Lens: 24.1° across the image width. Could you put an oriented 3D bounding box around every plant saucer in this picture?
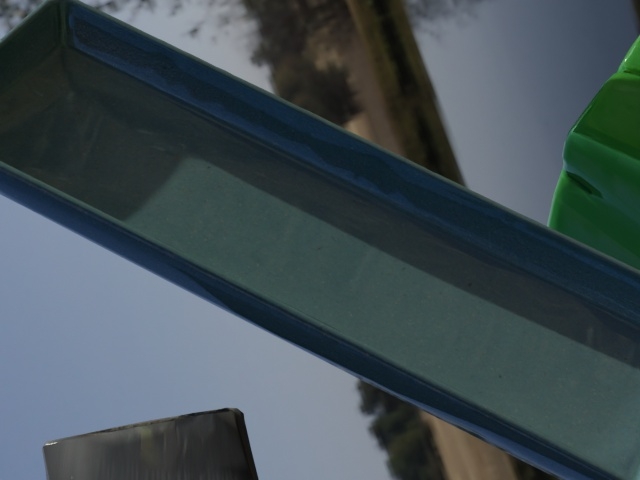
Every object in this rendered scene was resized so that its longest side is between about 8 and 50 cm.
[{"bbox_3d":[0.000,0.000,0.359,0.067,0.192,0.018,-54,-13,-45],"label":"plant saucer"}]

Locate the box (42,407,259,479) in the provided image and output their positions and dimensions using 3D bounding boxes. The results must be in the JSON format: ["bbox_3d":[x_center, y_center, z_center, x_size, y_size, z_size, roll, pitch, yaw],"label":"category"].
[{"bbox_3d":[-0.034,0.186,0.426,0.231,0.056,0.183,99,159,-51],"label":"box"}]

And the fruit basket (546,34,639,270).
[{"bbox_3d":[0.354,-0.012,0.879,0.283,0.392,0.392,91,164,-54],"label":"fruit basket"}]
